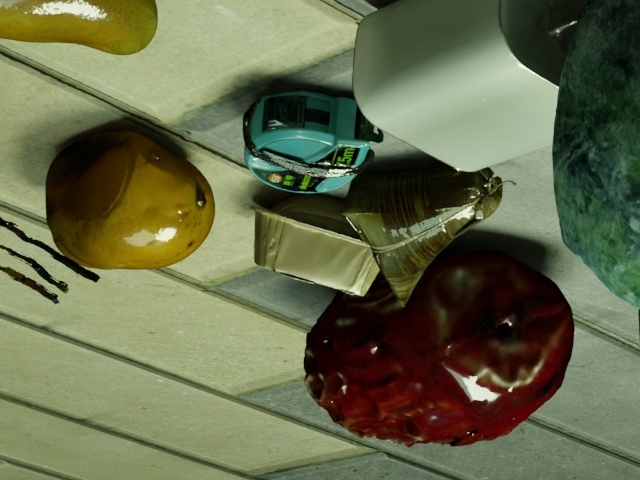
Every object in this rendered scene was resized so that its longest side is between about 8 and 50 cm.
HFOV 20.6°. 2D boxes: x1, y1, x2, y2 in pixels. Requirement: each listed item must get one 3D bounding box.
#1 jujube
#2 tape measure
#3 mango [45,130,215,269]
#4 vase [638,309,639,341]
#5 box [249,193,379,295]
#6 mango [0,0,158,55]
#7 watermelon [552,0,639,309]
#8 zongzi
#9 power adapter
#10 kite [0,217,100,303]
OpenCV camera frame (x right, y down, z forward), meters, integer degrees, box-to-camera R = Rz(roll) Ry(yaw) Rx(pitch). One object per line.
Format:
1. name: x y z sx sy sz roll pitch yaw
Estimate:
1. jujube: 0.140 0.140 2.193 0.258 0.258 0.377 22 148 -34
2. tape measure: -0.014 -0.100 1.847 0.146 0.081 0.125 10 154 -9
3. mango: -0.218 -0.029 1.994 0.236 0.136 0.166 -8 160 44
4. vase: 0.547 0.093 2.096 0.321 0.173 0.173 -3 156 3
5. box: 0.000 0.000 2.070 0.177 0.111 0.111 15 155 -12
6. mango: -0.240 -0.223 1.593 0.227 0.099 0.136 15 152 -40
7. watermelon: 0.345 -0.095 1.450 0.258 0.387 0.228 9 173 -41
8. zongzi: 0.139 -0.003 1.974 0.187 0.084 0.184 -7 127 28
9. power adapter: 0.180 -0.167 1.593 0.187 0.124 0.255 23 152 -38
10. kite: -0.386 -0.011 1.979 0.285 0.152 0.015 29 118 9
